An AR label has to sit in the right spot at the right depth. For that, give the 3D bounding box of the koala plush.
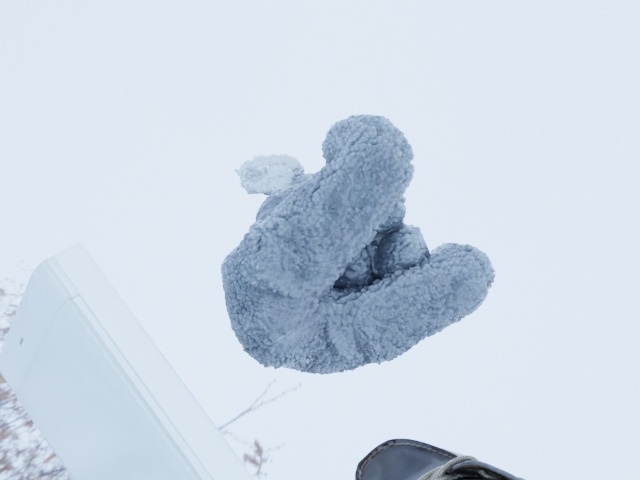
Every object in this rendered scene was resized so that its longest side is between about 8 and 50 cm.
[{"bbox_3d":[0.000,0.000,0.756,0.203,0.221,0.196,-36,-68,0],"label":"koala plush"}]

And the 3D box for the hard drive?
[{"bbox_3d":[-0.106,0.171,0.575,0.040,0.203,0.307,-32,-98,-37],"label":"hard drive"}]

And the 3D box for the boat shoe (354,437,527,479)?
[{"bbox_3d":[0.136,0.232,0.697,0.132,0.355,0.130,-42,-63,-19],"label":"boat shoe"}]
